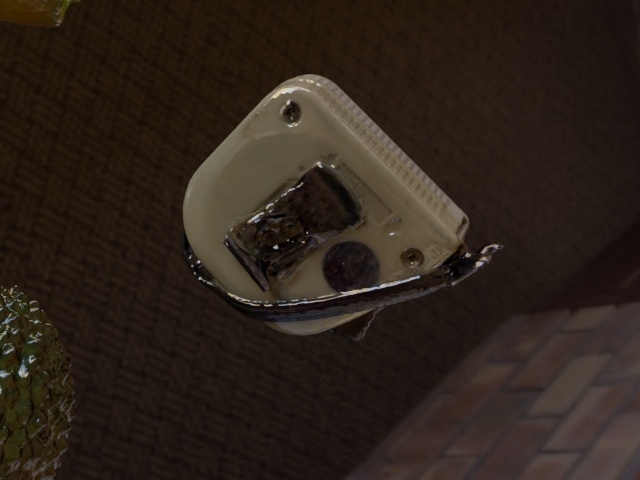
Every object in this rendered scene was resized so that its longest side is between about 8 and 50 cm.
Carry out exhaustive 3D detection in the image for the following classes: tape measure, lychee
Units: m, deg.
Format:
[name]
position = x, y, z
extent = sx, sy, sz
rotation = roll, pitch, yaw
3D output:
[tape measure]
position = 0.000, 0.000, 1.380
extent = 0.271, 0.231, 0.133
rotation = 43, 19, -3
[lychee]
position = -0.230, 0.107, 0.905
extent = 0.171, 0.171, 0.171
rotation = 16, 70, -51

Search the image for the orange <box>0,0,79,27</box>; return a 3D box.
[orange]
position = -0.131, -0.197, 0.571
extent = 0.158, 0.237, 0.179
rotation = 1, 67, -31
